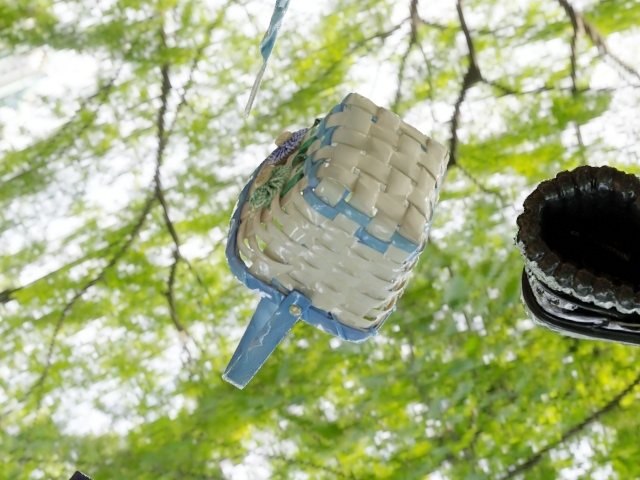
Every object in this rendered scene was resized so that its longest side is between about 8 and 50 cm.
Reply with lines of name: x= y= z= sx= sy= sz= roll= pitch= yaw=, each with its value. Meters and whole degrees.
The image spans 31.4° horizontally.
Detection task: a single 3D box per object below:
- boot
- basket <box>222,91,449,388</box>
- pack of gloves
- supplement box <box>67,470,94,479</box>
boot: x=0.345 y=0.028 z=1.024 sx=0.347 sy=0.131 sz=0.260 roll=-1 pitch=164 yaw=6
basket: x=0.000 y=0.000 z=1.221 sx=0.289 sy=0.201 sz=0.255 roll=-57 pitch=-172 yaw=38
pack of gloves: x=-0.044 y=-0.259 z=1.125 sx=0.232 sy=0.046 sz=0.195 roll=122 pitch=-12 yaw=-65
supplement box: x=-0.157 y=0.426 z=1.139 sx=0.356 sy=0.195 sz=0.194 roll=23 pitch=-121 yaw=32
